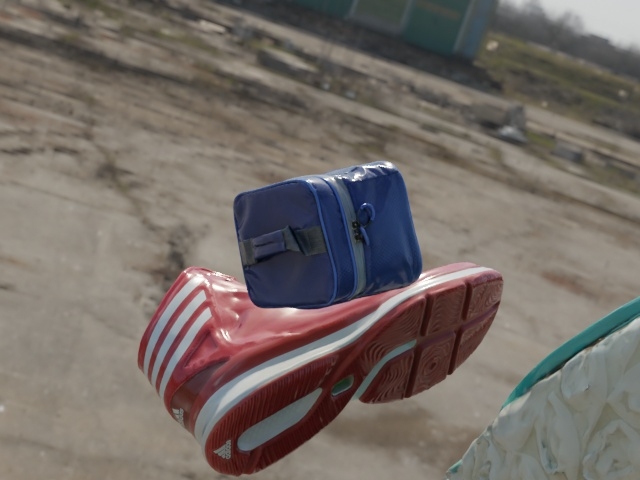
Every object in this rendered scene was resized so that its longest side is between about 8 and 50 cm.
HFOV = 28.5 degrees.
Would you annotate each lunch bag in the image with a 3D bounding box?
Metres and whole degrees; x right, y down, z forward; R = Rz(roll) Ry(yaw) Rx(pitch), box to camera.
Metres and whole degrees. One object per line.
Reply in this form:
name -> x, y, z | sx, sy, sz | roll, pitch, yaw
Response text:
lunch bag -> 0.000, 0.000, 0.630 | 0.065, 0.067, 0.098 | -14, 1, -31

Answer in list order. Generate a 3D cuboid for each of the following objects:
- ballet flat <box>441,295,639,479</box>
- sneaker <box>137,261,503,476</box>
ballet flat -> 0.124, 0.153, 0.609 | 0.147, 0.147, 0.409 | 17, -32, -12
sneaker -> -0.005, 0.038, 0.731 | 0.221, 0.087, 0.128 | -19, 45, -36
